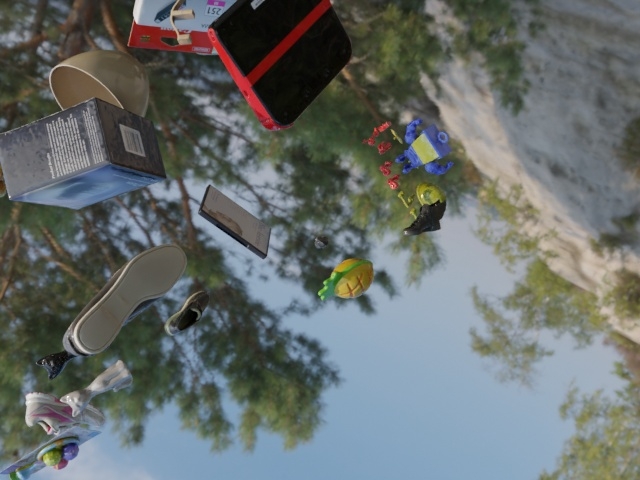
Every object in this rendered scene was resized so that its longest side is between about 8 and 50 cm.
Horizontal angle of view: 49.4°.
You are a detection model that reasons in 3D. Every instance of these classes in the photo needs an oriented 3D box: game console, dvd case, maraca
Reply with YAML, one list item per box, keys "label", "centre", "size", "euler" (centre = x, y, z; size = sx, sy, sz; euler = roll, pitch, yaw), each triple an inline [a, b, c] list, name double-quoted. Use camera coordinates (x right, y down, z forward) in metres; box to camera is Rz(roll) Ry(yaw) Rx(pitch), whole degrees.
- label: "game console"
  centre: [-0.090, -0.519, 1.831]
  size: [0.060, 0.386, 0.342]
  euler: [6, 140, 48]
- label: "dvd case"
  centre: [-0.263, -0.060, 2.172]
  size: [0.253, 0.022, 0.180]
  euler: [37, -156, -19]
- label: "maraca"
  centre: [0.071, 0.106, 1.864]
  size: [0.186, 0.127, 0.099]
  euler: [-15, -130, -41]

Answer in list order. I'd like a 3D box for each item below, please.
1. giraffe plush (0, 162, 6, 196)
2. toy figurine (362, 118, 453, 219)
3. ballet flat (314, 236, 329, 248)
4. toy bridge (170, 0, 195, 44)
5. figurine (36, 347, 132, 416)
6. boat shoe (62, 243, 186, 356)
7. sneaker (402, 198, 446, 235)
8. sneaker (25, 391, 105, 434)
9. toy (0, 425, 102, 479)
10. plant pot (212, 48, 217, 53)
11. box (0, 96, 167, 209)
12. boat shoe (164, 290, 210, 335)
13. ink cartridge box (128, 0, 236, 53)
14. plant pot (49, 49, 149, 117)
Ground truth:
- label: "giraffe plush"
  centre: [-1.007, -0.139, 1.969]
  size: [0.210, 0.181, 0.170]
  euler: [7, -148, -24]
- label: "toy figurine"
  centre: [0.337, -0.260, 2.238]
  size: [0.191, 0.217, 0.362]
  euler: [-31, -92, -47]
- label: "ballet flat"
  centre: [0.000, 0.000, 2.665]
  size: [0.049, 0.057, 0.173]
  euler: [42, 176, -5]
- label: "toy bridge"
  centre: [-0.375, -0.616, 1.895]
  size: [0.063, 0.188, 0.026]
  euler: [-3, 157, 9]
- label: "figurine"
  centre: [-0.702, 0.391, 2.078]
  size: [0.214, 0.209, 0.092]
  euler: [59, 159, -1]
- label: "boat shoe"
  centre: [-0.429, 0.121, 1.514]
  size: [0.096, 0.335, 0.112]
  euler: [-15, 116, 44]
- label: "sneaker"
  centre: [0.305, -0.068, 2.045]
  size: [0.170, 0.089, 0.051]
  euler: [-11, -170, -34]
- label: "sneaker"
  centre: [-0.805, 0.558, 2.175]
  size: [0.252, 0.111, 0.103]
  euler: [19, 149, -22]
- label: "toy"
  centre: [-0.705, 0.577, 1.834]
  size: [0.056, 0.237, 0.137]
  euler: [62, 180, 24]
- label: "plant pot"
  centre: [-0.351, -0.734, 2.464]
  size: [0.166, 0.165, 0.234]
  euler: [4, -155, 16]
- label: "box"
  centre: [-0.607, -0.210, 1.798]
  size: [0.294, 0.182, 0.296]
  euler: [-16, 173, 14]
- label: "boat shoe"
  centre: [-0.446, 0.255, 2.423]
  size: [0.073, 0.080, 0.223]
  euler: [-2, -151, 36]
- label: "ink cartridge box"
  centre: [-0.412, -0.643, 2.050]
  size: [0.275, 0.239, 0.060]
  euler: [-3, -129, -29]
- label: "plant pot"
  centre: [-0.614, -0.446, 2.041]
  size: [0.284, 0.191, 0.284]
  euler: [24, 146, 17]
